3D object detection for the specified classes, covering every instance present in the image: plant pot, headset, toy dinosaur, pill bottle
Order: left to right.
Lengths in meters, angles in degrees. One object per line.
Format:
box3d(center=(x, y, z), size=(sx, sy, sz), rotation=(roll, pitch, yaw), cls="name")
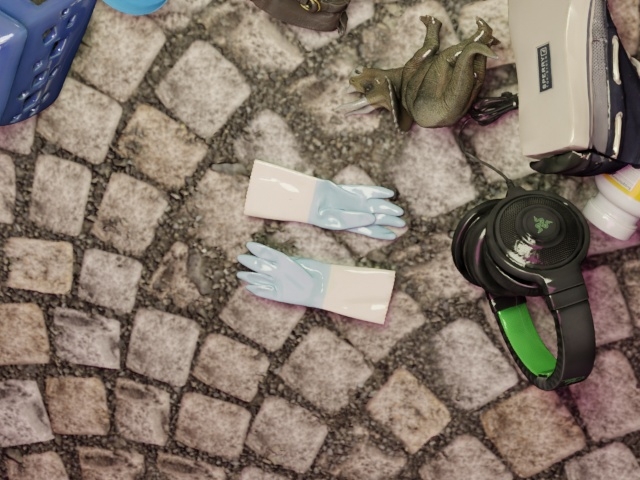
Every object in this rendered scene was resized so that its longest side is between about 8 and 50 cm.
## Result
box3d(center=(-0.457, -0.274, 1.505), size=(0.236, 0.212, 0.236), rotation=(31, 128, -2), cls="plant pot")
box3d(center=(0.158, -0.199, 1.473), size=(0.121, 0.313, 0.160), rotation=(25, 90, -29), cls="toy dinosaur")
box3d(center=(0.285, -0.004, 1.527), size=(0.185, 0.243, 0.394), rotation=(-18, 89, -11), cls="headset")
box3d(center=(0.426, -0.094, 1.521), size=(0.103, 0.103, 0.184), rotation=(30, 112, -3), cls="pill bottle")

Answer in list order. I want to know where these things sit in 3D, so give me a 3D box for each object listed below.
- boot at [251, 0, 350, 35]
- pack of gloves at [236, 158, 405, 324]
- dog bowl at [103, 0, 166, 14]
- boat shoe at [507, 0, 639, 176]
box3d(center=(-0.052, -0.354, 1.443), size=(0.263, 0.091, 0.229), rotation=(26, 157, -13), cls="boot")
box3d(center=(0.000, 0.000, 1.667), size=(0.232, 0.046, 0.195), rotation=(12, 100, 1), cls="pack of gloves")
box3d(center=(-0.277, -0.436, 1.495), size=(0.166, 0.074, 0.297), rotation=(-26, 105, 43), cls="dog bowl")
box3d(center=(0.334, -0.238, 1.464), size=(0.158, 0.127, 0.340), rotation=(9, 80, -35), cls="boat shoe")
